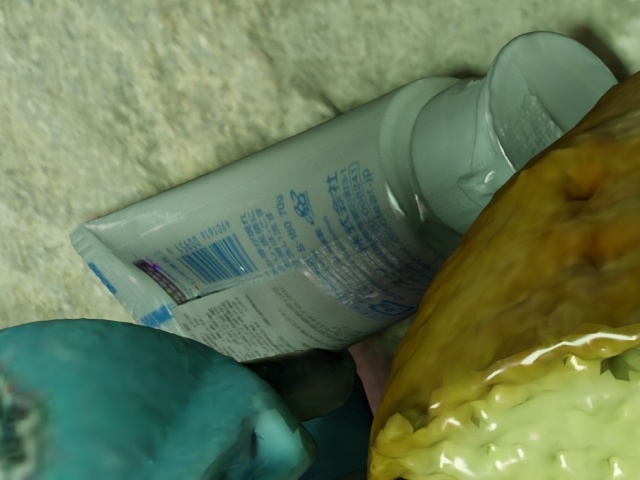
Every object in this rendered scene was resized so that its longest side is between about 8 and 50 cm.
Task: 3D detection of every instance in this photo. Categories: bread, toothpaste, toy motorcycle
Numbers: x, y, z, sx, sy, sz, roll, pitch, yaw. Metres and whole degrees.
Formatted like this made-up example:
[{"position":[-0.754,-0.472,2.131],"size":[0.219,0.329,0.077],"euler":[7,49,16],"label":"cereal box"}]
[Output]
[{"position":[0.195,0.015,0.423],"size":[0.340,0.179,0.194],"euler":[-16,117,19],"label":"bread"},{"position":[0.000,0.000,0.661],"size":[0.114,0.073,0.299],"euler":[49,144,-11],"label":"toothpaste"},{"position":[-0.017,0.116,0.507],"size":[0.172,0.416,0.232],"euler":[-22,93,13],"label":"toy motorcycle"}]
